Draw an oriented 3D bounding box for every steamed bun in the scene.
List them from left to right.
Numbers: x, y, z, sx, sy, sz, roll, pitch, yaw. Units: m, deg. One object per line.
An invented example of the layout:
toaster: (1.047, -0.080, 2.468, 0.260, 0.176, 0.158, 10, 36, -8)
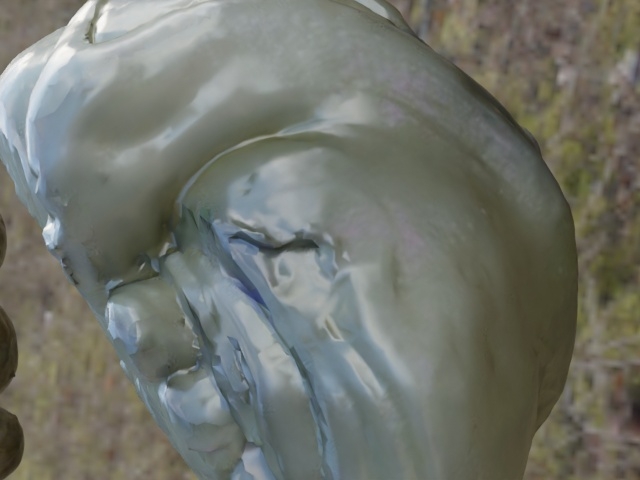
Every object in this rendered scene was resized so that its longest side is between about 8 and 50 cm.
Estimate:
steamed bun: (0.000, 0.000, 0.918, 0.339, 0.247, 0.352, 56, 176, -3)

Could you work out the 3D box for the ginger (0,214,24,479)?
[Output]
ginger: (-0.231, 0.068, 1.130, 0.104, 0.080, 0.204, -31, -60, -72)
